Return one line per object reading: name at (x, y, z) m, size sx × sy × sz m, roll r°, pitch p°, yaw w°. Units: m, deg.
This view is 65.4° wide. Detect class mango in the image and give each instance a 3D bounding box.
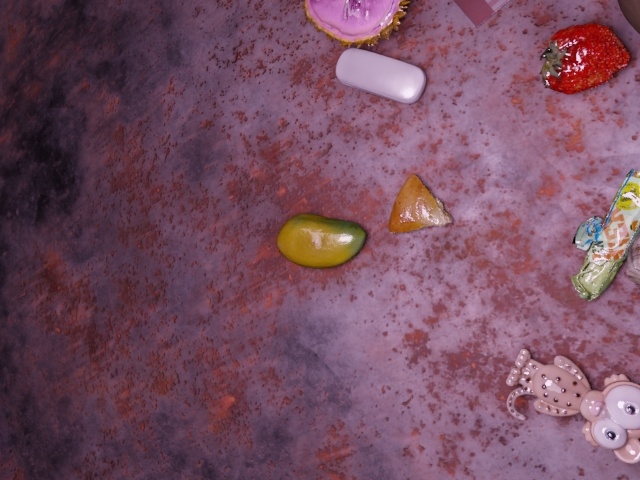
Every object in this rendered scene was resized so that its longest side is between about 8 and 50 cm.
mango at (-0.002, 0.006, 1.260) m, size 0.237 × 0.091 × 0.137 m, roll 13°, pitch 101°, yaw 26°

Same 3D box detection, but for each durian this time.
durian at (0.086, -0.563, 1.216) m, size 0.341 × 0.112 × 0.191 m, roll 22°, pitch 109°, yaw 33°

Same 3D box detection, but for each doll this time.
doll at (0.512, 0.317, 0.986) m, size 0.278 × 0.119 × 0.154 m, roll 16°, pitch 85°, yaw 28°

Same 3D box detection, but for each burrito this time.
burrito at (0.572, -0.019, 0.991) m, size 0.104 × 0.054 × 0.288 m, roll 27°, pitch 101°, yaw 25°

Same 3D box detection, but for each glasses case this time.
glasses case at (0.142, -0.399, 1.207) m, size 0.233 × 0.059 × 0.092 m, roll 25°, pitch 102°, yaw 24°

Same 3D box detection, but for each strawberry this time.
strawberry at (0.520, -0.363, 0.994) m, size 0.148 × 0.131 × 0.131 m, roll -15°, pitch 82°, yaw -4°

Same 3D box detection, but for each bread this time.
bread at (0.226, -0.091, 1.169) m, size 0.154 × 0.054 × 0.136 m, roll -8°, pitch 83°, yaw 24°

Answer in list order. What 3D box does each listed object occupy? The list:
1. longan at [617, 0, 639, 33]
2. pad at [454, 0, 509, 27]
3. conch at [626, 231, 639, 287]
longan at (0.646, -0.493, 0.844) m, size 0.288 × 0.288 × 0.350 m, roll -1°, pitch 80°, yaw 27°
pad at (0.352, -0.660, 1.135) m, size 0.202 × 0.005 × 0.299 m, roll -38°, pitch 74°, yaw 21°
conch at (0.637, 0.036, 0.913) m, size 0.130 × 0.155 × 0.207 m, roll 6°, pitch 73°, yaw 44°
